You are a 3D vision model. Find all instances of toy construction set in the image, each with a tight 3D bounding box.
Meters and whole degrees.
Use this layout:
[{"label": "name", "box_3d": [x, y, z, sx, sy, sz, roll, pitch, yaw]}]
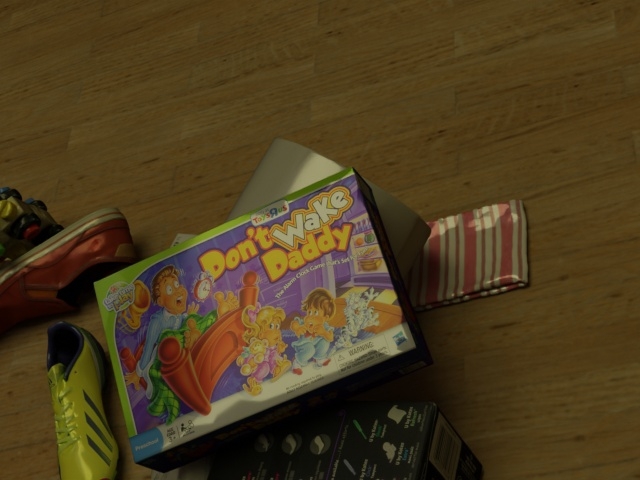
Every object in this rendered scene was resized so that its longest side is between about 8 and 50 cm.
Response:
[{"label": "toy construction set", "box_3d": [-0.540, 0.011, 1.932, 0.215, 0.151, 0.328, -41, 1, 2]}]

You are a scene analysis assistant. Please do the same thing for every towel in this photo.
[{"label": "towel", "box_3d": [0.183, 0.020, 1.622, 0.197, 0.029, 0.144, -14, 48, 20]}]

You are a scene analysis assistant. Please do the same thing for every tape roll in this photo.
[{"label": "tape roll", "box_3d": [0.000, 0.000, 1.572, 0.246, 0.246, 0.169, 27, 84, 43]}]

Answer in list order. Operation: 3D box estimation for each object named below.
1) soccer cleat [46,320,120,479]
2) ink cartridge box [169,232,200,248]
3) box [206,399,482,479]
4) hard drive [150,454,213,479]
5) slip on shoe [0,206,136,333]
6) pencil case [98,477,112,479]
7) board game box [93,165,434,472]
[{"label": "soccer cleat", "box_3d": [-0.349, 0.238, 1.689, 0.093, 0.121, 0.289, -25, 45, 10]}, {"label": "ink cartridge box", "box_3d": [-0.186, 0.051, 1.794, 0.209, 0.062, 0.109, 5, 57, 35]}, {"label": "box", "box_3d": [0.026, 0.282, 1.391, 0.270, 0.165, 0.143, -3, 52, 29]}, {"label": "hard drive", "box_3d": [-0.178, 0.230, 1.561, 0.040, 0.203, 0.308, 13, 46, -16]}, {"label": "slip on shoe", "box_3d": [-0.430, 0.075, 1.893, 0.331, 0.123, 0.101, -33, 76, 10]}, {"label": "pencil case", "box_3d": [-0.347, 0.399, 1.566, 0.236, 0.104, 0.104, -26, 44, 9]}, {"label": "board game box", "box_3d": [-0.073, 0.094, 1.386, 0.347, 0.078, 0.233, -24, 64, 11]}]
